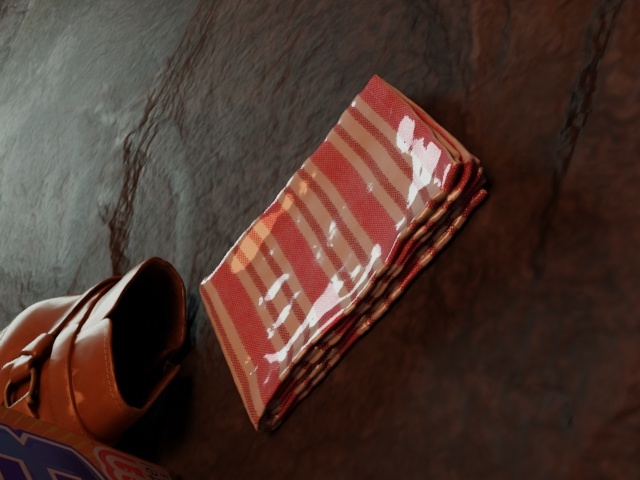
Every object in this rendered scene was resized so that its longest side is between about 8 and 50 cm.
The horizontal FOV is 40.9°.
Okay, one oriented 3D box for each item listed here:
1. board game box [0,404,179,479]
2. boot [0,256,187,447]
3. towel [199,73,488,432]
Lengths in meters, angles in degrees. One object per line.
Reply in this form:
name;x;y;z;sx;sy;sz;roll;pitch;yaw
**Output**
board game box;-0.222;0.266;0.290;0.356;0.356;0.356;-56;36;0
boot;-0.184;0.154;0.571;0.220;0.109;0.283;-27;37;30
towel;0.000;0.000;0.517;0.197;0.029;0.144;-49;35;11
